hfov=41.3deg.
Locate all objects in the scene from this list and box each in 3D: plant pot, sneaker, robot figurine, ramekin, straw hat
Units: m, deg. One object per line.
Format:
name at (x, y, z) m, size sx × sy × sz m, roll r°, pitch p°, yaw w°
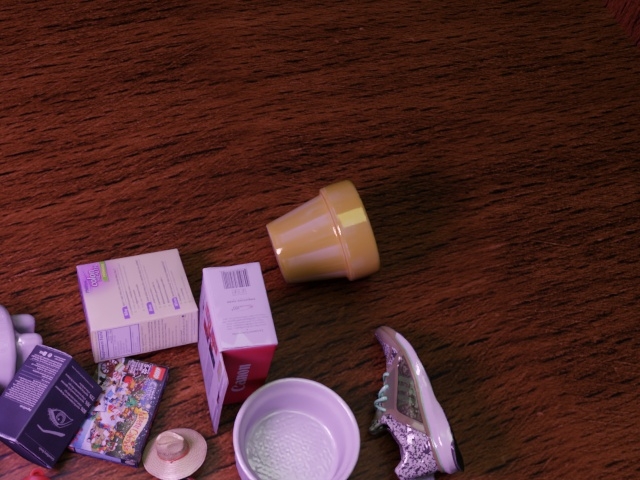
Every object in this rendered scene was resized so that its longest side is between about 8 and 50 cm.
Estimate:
plant pot at (0.000, 0.000, 2.144) m, size 0.239 × 0.254 × 0.253 m, roll -19°, pitch 62°, yaw -5°
sneaker at (0.180, 0.378, 1.984) m, size 0.182 × 0.158 × 0.410 m, roll -23°, pitch 52°, yaw 0°
robot figurine at (-0.783, 0.241, 1.805) m, size 0.354 × 0.199 × 0.300 m, roll -4°, pitch 30°, yaw -33°
ramekin at (-0.060, 0.458, 1.881) m, size 0.278 × 0.135 × 0.277 m, roll 5°, pitch 56°, yaw -8°
straw hat at (-0.324, 0.447, 1.846) m, size 0.145 × 0.061 × 0.144 m, roll -5°, pitch 40°, yaw 4°

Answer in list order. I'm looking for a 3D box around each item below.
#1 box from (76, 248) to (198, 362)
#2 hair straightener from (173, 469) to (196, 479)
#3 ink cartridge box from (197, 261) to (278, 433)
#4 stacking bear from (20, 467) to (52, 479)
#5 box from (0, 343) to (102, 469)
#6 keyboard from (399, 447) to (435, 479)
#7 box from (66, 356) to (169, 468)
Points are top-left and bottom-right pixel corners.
box at (-0.429, 0.149, 1.990) m, size 0.243 × 0.117 × 0.213 m, roll -10°, pitch 45°, yaw -19°
hair straightener at (-0.236, 0.584, 1.822) m, size 0.231 × 0.047 × 0.089 m, roll 29°, pitch 56°, yaw 2°
ink cartridge box at (-0.188, 0.246, 1.888) m, size 0.130 × 0.309 × 0.271 m, roll -6°, pitch 60°, yaw -16°
stacking bear at (-0.627, 0.583, 1.665) m, size 0.175 × 0.164 × 0.289 m, roll 54°, pitch 51°, yaw -12°
box at (-0.586, 0.352, 1.801) m, size 0.108 × 0.153 × 0.207 m, roll 14°, pitch 58°, yaw 27°
keyboard at (0.225, 0.520, 1.977) m, size 0.072 × 0.014 × 0.255 m, roll -2°, pitch 57°, yaw -7°
box at (-0.449, 0.376, 1.900) m, size 0.159 × 0.044 × 0.233 m, roll 12°, pitch 55°, yaw 2°
